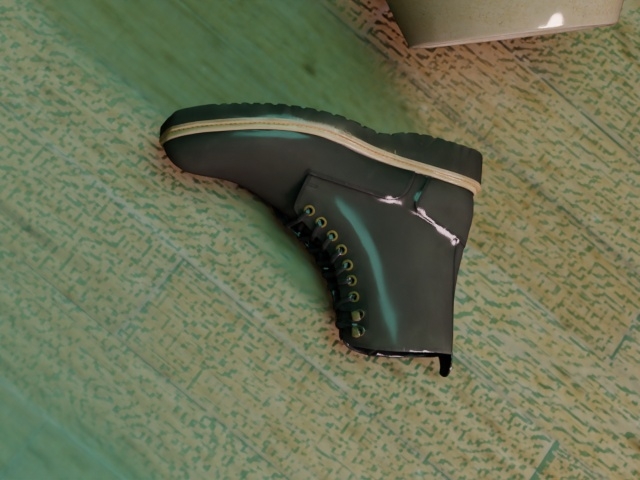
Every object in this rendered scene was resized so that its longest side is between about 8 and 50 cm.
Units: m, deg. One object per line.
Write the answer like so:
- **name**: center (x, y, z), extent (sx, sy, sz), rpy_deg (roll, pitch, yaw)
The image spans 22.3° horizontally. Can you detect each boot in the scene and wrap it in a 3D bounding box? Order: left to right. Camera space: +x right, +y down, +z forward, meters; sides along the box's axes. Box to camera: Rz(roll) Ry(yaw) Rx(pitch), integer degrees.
- **boot**: center (0.000, 0.000, 0.945), extent (0.197, 0.077, 0.137), rpy_deg (8, 79, -15)

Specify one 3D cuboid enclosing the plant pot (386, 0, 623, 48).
- **plant pot**: center (0.102, -0.258, 0.968), extent (0.256, 0.256, 0.274), rpy_deg (-9, 95, -20)
